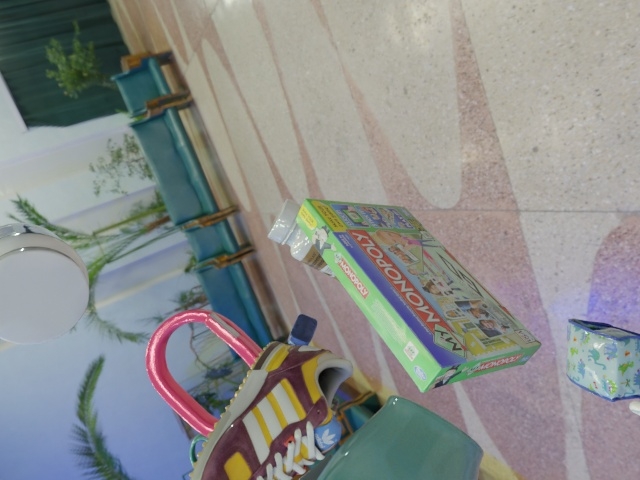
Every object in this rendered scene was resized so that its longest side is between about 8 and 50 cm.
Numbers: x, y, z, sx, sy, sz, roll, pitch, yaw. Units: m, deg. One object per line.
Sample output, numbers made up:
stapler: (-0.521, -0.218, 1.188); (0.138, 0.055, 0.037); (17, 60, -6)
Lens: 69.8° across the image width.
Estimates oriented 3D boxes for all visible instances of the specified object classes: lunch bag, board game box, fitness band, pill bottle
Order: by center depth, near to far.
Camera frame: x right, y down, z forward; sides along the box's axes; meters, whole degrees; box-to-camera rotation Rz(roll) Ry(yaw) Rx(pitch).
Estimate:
board game box: (0.127, 0.053, 0.647); (0.317, 0.214, 0.046); (53, 128, 39)
pill bottle: (-0.440, 0.058, 0.687); (0.265, 0.153, 0.153); (10, 123, 52)
lunch bag: (0.557, 0.234, 0.919); (0.151, 0.097, 0.128); (-171, 83, -74)
fitness band: (-0.224, 0.271, 0.940); (0.291, 0.209, 0.054); (41, -172, 9)
pill bottle: (0.000, 0.000, 1.071); (0.230, 0.131, 0.131); (28, 161, -10)
lunch bag: (-0.056, 0.280, 1.383); (0.067, 0.098, 0.065); (25, 144, 2)

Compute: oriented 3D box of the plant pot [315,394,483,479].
plant pot: (0.136, 0.416, 0.765); (0.272, 0.255, 0.271); (31, 160, 13)

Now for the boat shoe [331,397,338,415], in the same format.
boat shoe: (-0.029, 0.330, 0.988); (0.152, 0.049, 0.056); (34, 151, -14)

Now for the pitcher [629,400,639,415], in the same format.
pitcher: (0.838, 0.428, 1.036); (0.207, 0.125, 0.178); (30, 170, -12)

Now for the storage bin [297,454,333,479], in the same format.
storage bin: (0.012, 0.521, 0.948); (0.098, 0.135, 0.091); (60, 169, -21)

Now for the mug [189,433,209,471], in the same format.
mug: (-0.221, 0.508, 1.007); (0.158, 0.097, 0.129); (43, 176, 30)

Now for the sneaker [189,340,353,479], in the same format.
sneaker: (-0.031, 0.154, 0.351); (0.084, 0.185, 0.069); (2, 130, 20)
